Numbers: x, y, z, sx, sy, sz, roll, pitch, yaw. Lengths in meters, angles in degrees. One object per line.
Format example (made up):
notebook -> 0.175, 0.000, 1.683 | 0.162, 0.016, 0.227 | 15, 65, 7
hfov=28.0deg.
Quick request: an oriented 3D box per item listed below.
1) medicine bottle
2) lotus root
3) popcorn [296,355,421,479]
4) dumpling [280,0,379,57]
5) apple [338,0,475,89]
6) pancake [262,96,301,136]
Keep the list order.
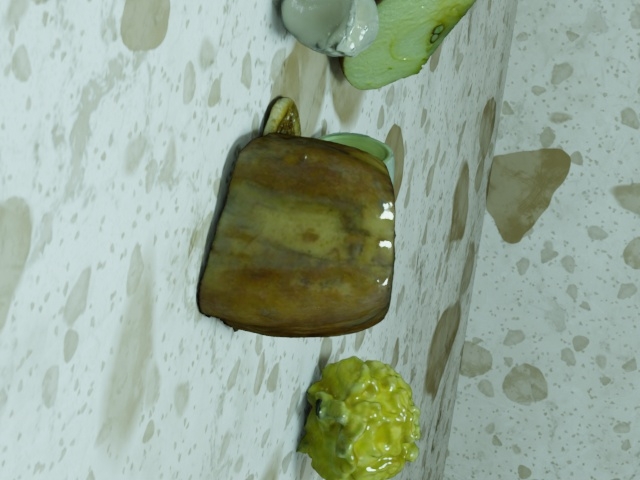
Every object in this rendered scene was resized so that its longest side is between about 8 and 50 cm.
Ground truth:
medicine bottle -> 0.043, -0.083, 2.057 | 0.147, 0.147, 0.143 | -52, 152, -57
lotus root -> 0.000, 0.000, 1.814 | 0.316, 0.250, 0.316 | 9, 90, -76
popcorn -> 0.063, 0.337, 2.359 | 0.225, 0.249, 0.249 | -2, 106, -44
dumpling -> 0.014, -0.346, 1.798 | 0.247, 0.142, 0.172 | -121, -144, -68
apple -> 0.149, -0.390, 2.050 | 0.346, 0.179, 0.254 | -47, -165, 42
pancake -> -0.058, -0.135, 1.887 | 0.158, 0.028, 0.158 | 12, 90, -73
